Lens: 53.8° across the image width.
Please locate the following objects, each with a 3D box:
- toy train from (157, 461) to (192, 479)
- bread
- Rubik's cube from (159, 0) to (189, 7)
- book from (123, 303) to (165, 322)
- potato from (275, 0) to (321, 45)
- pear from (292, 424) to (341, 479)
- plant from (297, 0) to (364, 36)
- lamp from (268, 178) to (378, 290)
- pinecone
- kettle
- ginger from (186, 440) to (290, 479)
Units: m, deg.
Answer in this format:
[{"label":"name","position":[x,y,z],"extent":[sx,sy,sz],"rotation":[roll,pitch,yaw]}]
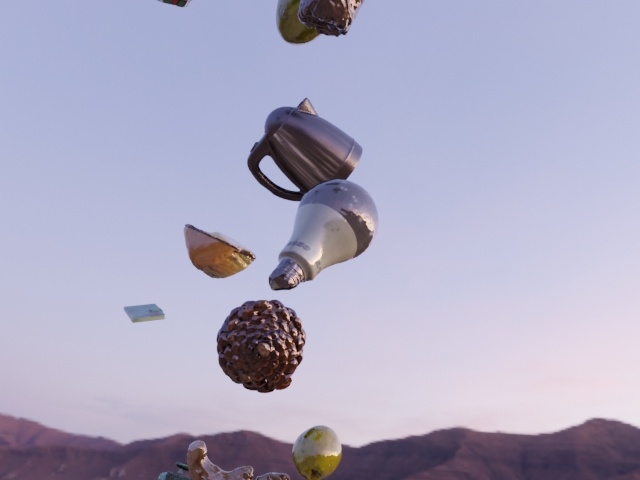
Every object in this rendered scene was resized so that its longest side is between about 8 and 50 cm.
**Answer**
[{"label":"toy train","position":[-0.316,0.734,1.820],"extent":[0.307,0.126,0.189],"rotation":[7,-28,19]},{"label":"bread","position":[-0.396,0.043,2.316],"extent":[0.262,0.163,0.204],"rotation":[17,-16,33]},{"label":"Rubik's cube","position":[-0.357,-0.637,1.549],"extent":[0.133,0.112,0.133],"rotation":[14,21,-5]},{"label":"book","position":[-0.524,0.215,1.885],"extent":[0.103,0.017,0.135],"rotation":[-4,11,-27]},{"label":"potato","position":[-0.032,-0.644,1.696],"extent":[0.148,0.186,0.253],"rotation":[-6,-38,-48]},{"label":"pear","position":[-0.006,0.445,1.333],"extent":[0.107,0.131,0.107],"rotation":[5,-62,10]},{"label":"plant","position":[0.033,-0.534,1.308],"extent":[0.129,0.195,0.132],"rotation":[14,2,-37]},{"label":"lamp","position":[0.017,-0.006,1.328],"extent":[0.181,0.314,0.182],"rotation":[10,-53,13]},{"label":"pinecone","position":[-0.146,0.252,1.532],"extent":[0.224,0.224,0.272],"rotation":[10,-10,-11]},{"label":"kettle","position":[-0.055,-0.265,1.821],"extent":[0.271,0.207,0.250],"rotation":[39,-49,-18]},{"label":"ginger","position":[-0.149,0.561,1.342],"extent":[0.333,0.166,0.080],"rotation":[25,-17,-11]}]
